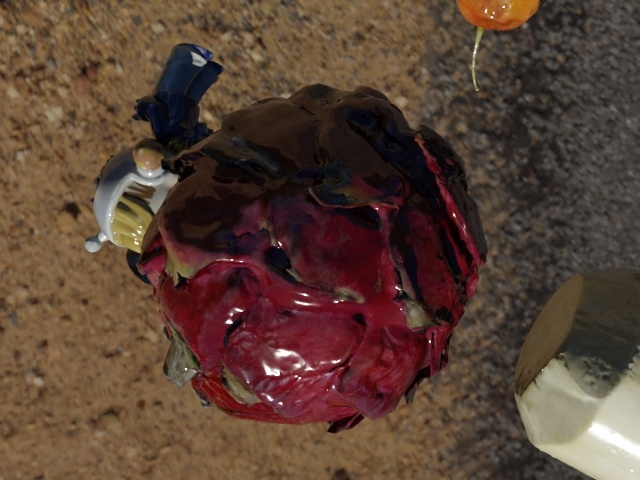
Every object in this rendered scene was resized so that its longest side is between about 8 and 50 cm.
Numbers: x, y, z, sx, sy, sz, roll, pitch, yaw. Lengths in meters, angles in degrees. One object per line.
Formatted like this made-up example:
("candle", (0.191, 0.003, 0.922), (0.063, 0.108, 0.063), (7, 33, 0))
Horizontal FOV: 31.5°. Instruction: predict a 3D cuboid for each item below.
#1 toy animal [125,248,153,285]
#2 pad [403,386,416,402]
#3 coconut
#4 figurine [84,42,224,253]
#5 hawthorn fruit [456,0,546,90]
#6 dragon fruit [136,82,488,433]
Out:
("toy animal", (-0.183, -0.015, 1.923), (0.298, 0.185, 0.122), (-3, 146, -5))
("pad", (0.137, 0.174, 1.766), (0.190, 0.004, 0.127), (46, 60, -63))
("coconut", (0.435, 0.202, 1.577), (0.323, 0.323, 0.323), (-12, 127, -16))
("figurine", (-0.202, -0.112, 1.419), (0.133, 0.194, 0.274), (12, 99, 14))
("hawthorn fruit", (0.279, -0.382, 1.879), (0.165, 0.165, 0.285), (2, 135, -25))
("dragon fruit", (-0.003, 0.012, 1.036), (0.329, 0.329, 0.329), (-12, 127, -16))
